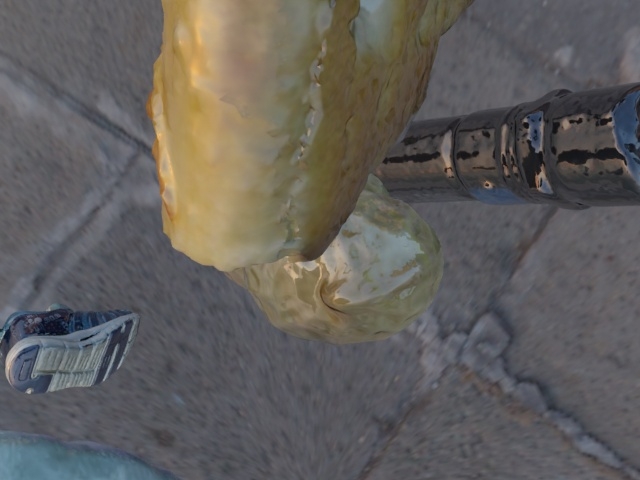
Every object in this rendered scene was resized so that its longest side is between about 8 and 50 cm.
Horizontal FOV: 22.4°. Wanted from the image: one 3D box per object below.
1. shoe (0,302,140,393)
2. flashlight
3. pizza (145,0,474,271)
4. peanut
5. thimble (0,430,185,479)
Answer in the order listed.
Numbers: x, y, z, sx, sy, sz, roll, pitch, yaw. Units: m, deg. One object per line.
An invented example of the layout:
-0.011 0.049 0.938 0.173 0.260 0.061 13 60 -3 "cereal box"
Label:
-0.210 0.082 1.338 0.071 0.143 0.064 43 123 30 "shoe"
0.136 -0.071 1.381 0.103 0.424 0.103 1 89 -38 "flashlight"
0.013 -0.186 0.592 0.114 0.278 0.408 11 86 10 "pizza"
0.000 0.000 1.152 0.136 0.298 0.120 -32 110 -8 "peanut"
-0.178 0.209 0.932 0.237 0.237 0.150 -5 61 -1 "thimble"
